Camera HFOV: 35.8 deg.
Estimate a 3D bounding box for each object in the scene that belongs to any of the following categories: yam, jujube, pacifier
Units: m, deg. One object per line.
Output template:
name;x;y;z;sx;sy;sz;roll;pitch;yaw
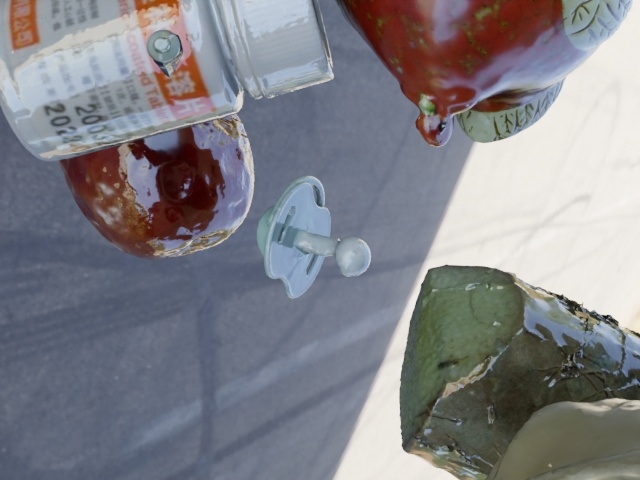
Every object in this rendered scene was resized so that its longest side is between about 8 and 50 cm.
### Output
yam;0.203;0.142;0.933;0.201;0.271;0.202;-60;-162;27
jujube;-0.206;-0.133;1.167;0.223;0.318;0.223;-23;176;-2
pacifier;0.000;0.000;1.023;0.126;0.117;0.150;-67;155;-21

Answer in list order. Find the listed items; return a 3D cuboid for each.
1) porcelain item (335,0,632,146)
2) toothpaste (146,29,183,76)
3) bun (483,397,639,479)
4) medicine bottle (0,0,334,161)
porcelain item;0.117;-0.180;0.777;0.253;0.253;0.253;-51;156;-34
toothpaste;-0.091;-0.112;0.587;0.083;0.019;0.027;-123;-133;-83
bun;0.210;0.228;0.603;0.219;0.365;0.365;53;57;-26
medicine bottle;-0.123;-0.157;0.785;0.144;0.252;0.144;-13;90;-88
